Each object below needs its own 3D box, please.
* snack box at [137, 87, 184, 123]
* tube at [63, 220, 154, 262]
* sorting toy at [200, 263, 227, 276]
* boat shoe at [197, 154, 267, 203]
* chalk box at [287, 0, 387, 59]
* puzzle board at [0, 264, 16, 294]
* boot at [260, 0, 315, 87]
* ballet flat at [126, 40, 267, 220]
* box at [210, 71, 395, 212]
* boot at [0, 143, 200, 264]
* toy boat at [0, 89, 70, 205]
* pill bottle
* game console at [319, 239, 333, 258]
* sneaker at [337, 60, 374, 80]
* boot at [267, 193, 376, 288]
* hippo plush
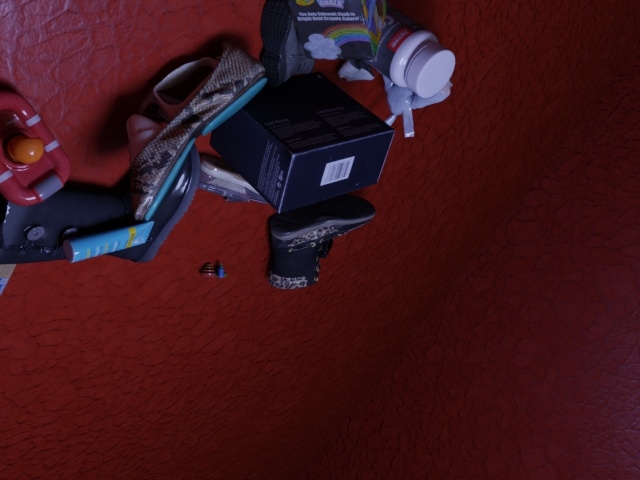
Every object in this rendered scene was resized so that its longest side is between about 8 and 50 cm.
[{"bbox_3d":[-0.349,-0.308,1.703,0.178,0.022,0.064,10,117,-54],"label":"snack box"},{"bbox_3d":[-0.482,0.001,1.638,0.207,0.052,0.080,-18,157,-43],"label":"tube"},{"bbox_3d":[-0.322,0.090,2.194,0.102,0.061,0.042,1,92,-60],"label":"sorting toy"},{"bbox_3d":[-0.240,-0.151,1.956,0.092,0.103,0.285,-49,146,15],"label":"boat shoe"},{"bbox_3d":[0.035,-0.578,1.634,0.289,0.180,0.179,69,30,-57],"label":"chalk box"},{"bbox_3d":[-0.768,0.077,1.666,0.096,0.011,0.128,5,124,-54],"label":"puzzle board"},{"bbox_3d":[-0.068,-0.510,1.774,0.161,0.083,0.246,-37,151,-39],"label":"boot"},{"bbox_3d":[-0.317,-0.266,1.605,0.482,0.182,0.164,-54,-172,-22],"label":"ballet flat"},{"bbox_3d":[-0.049,-0.263,1.838,0.343,0.312,0.179,-19,141,-37],"label":"box"},{"bbox_3d":[-0.529,-0.100,1.638,0.445,0.146,0.367,5,121,-48],"label":"boot"},{"bbox_3d":[-0.582,-0.180,1.385,0.151,0.151,0.231,-43,117,-26],"label":"toy boat"},{"bbox_3d":[0.207,-0.506,1.885,0.161,0.283,0.161,-31,146,-24],"label":"pill bottle"},{"bbox_3d":[0.000,0.000,2.508,0.107,0.071,0.122,-59,166,-44],"label":"game console"},{"bbox_3d":[0.100,-0.479,2.029,0.061,0.053,0.152,-33,162,29],"label":"sneaker"},{"bbox_3d":[-0.008,0.006,2.372,0.377,0.138,0.284,-17,139,-29],"label":"boot"},{"bbox_3d":[0.312,-0.469,2.099,0.237,0.234,0.294,-28,121,-49],"label":"hippo plush"}]
